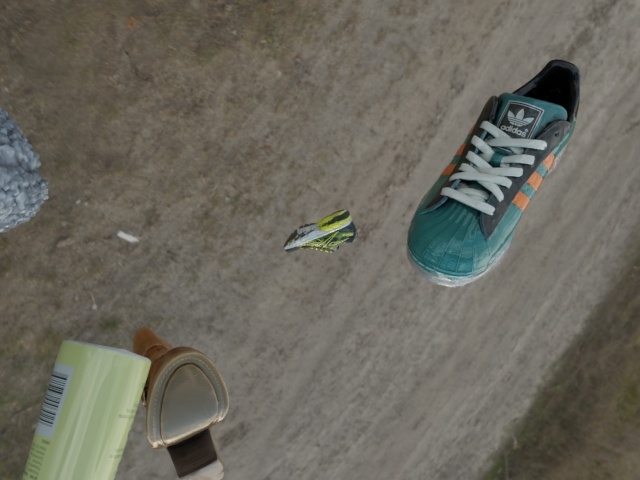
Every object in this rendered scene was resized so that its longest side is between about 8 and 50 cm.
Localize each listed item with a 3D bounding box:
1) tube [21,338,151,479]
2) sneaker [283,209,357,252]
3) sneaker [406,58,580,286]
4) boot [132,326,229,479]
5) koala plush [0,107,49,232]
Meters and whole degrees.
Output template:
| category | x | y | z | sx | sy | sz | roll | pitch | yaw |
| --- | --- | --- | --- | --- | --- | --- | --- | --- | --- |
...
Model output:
| category | x | y | z | sx | sy | sz | roll | pitch | yaw |
| --- | --- | --- | --- | --- | --- | --- | --- | --- | --- |
| tube | -0.169 | 0.186 | 0.400 | 0.070 | 0.062 | 0.240 | 41 | 59 | -59 |
| sneaker | 0.000 | 0.000 | 0.641 | 0.035 | 0.083 | 0.031 | 57 | 29 | -21 |
| sneaker | 0.184 | -0.084 | 0.656 | 0.302 | 0.108 | 0.121 | -48 | 154 | -33 |
| boot | -0.147 | 0.133 | 0.606 | 0.072 | 0.152 | 0.197 | -15 | 134 | -23 |
| koala plush | -0.285 | -0.018 | 0.258 | 0.203 | 0.196 | 0.221 | 52 | 37 | -13 |
